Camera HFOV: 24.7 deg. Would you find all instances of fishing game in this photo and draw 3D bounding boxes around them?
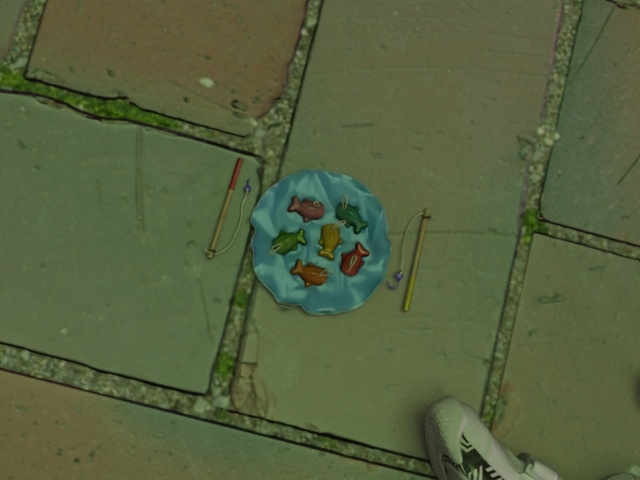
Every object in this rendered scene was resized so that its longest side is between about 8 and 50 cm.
[{"bbox_3d":[0.000,0.000,1.801,0.264,0.041,0.189,19,76,-5],"label":"fishing game"}]

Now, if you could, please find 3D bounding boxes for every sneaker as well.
[{"bbox_3d":[0.287,0.306,1.749,0.210,0.137,0.366,-34,92,-13],"label":"sneaker"}]
